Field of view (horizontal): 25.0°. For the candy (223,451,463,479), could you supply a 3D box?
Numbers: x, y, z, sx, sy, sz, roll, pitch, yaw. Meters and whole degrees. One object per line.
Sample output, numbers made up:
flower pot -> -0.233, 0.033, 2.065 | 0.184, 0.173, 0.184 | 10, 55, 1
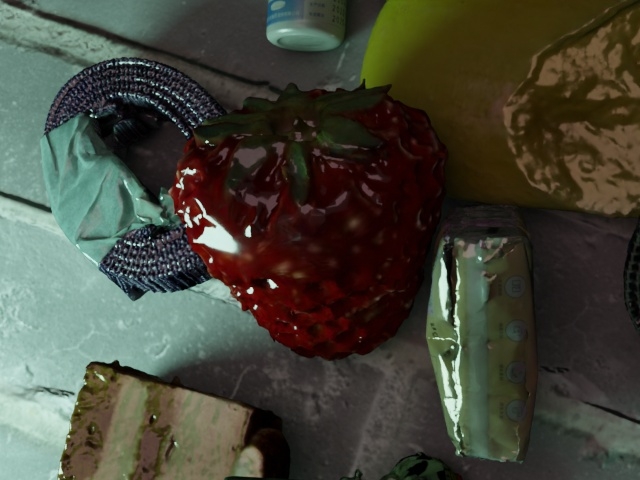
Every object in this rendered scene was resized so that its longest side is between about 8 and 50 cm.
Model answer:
candy -> 0.029, 0.284, 1.683 | 0.091, 0.305, 0.083 | -117, 41, -53

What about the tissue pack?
tissue pack -> 0.184, 0.101, 1.639 | 0.123, 0.215, 0.257 | 0, 102, 7

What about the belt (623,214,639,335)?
belt -> 0.451, 0.012, 1.563 | 0.207, 0.160, 0.295 | 39, 133, 24

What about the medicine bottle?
medicine bottle -> -0.015, -0.335, 1.864 | 0.105, 0.105, 0.168 | 1, 82, 18

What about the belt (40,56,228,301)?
belt -> -0.225, -0.088, 1.882 | 0.260, 0.122, 0.325 | -37, 74, 3

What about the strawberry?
strawberry -> 0.000, 0.000, 1.694 | 0.317, 0.295, 0.345 | -18, 117, -13

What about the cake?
cake -> -0.154, 0.270, 1.769 | 0.293, 0.199, 0.196 | 11, 80, 15

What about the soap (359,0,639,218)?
soap -> 0.231, -0.193, 1.734 | 0.427, 0.115, 0.306 | 12, 94, 32
